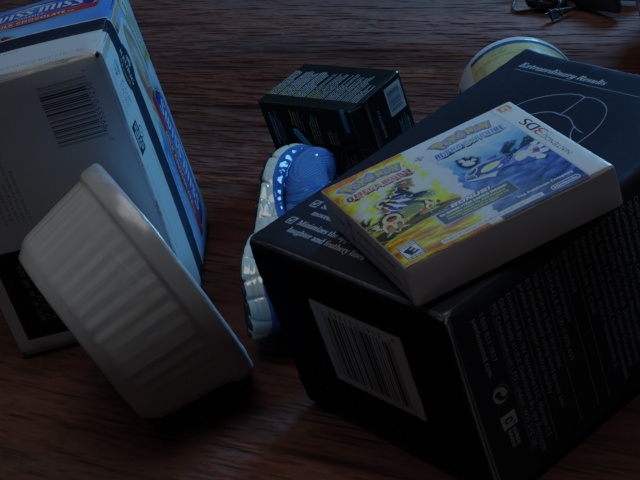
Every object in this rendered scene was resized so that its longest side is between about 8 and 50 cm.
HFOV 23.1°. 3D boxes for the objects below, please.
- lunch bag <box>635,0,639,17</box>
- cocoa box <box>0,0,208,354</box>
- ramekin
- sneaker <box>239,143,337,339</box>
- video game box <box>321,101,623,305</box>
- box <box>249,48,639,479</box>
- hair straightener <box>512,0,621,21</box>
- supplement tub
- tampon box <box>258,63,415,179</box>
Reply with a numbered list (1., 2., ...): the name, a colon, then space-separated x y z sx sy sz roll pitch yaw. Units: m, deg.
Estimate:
1. lunch bag: 0.539 -0.312 1.856 0.328 0.239 0.385 -12 45 12
2. cocoa box: -0.292 -0.087 1.836 0.231 0.347 0.228 -14 29 8
3. ramekin: -0.198 0.064 1.622 0.127 0.273 0.273 -38 31 -7
4. sneaker: 0.000 0.000 1.774 0.147 0.129 0.330 0 35 5
5. video game box: 0.128 -0.038 1.373 0.205 0.048 0.187 -26 27 -12
6. box: 0.188 0.014 1.512 0.395 0.212 0.293 -35 32 -24
7. hair straightener: 0.341 -0.348 2.216 0.089 0.047 0.230 -34 32 -26
8. supplement tub: 0.239 -0.136 1.810 0.144 0.144 0.199 -15 29 7
9. tampon box: 0.025 -0.145 1.979 0.161 0.120 0.101 12 42 43
